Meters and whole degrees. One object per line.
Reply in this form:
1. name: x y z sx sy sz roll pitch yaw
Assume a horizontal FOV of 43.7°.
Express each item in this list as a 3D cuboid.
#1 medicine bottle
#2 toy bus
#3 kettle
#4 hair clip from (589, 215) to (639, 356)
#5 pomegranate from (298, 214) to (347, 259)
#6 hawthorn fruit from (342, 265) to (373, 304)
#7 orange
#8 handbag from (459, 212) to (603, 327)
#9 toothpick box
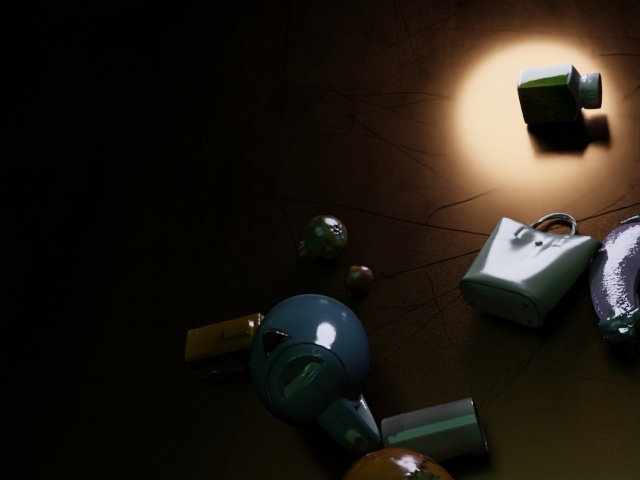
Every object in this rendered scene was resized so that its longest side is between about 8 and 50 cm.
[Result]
1. medicine bottle: 0.592 -0.362 1.966 0.189 0.132 0.088 0 50 27
2. toy bus: -0.201 0.240 1.826 0.201 0.114 0.098 -15 46 14
3. kettle: 0.005 0.270 1.520 0.247 0.319 0.342 -44 3 2
4. hair clip: 0.604 0.078 1.598 0.096 0.110 0.358 24 50 -5
5. pomegranate: 0.000 0.000 1.963 0.142 0.114 0.114 -32 33 43
6. hawthorn fruit: 0.081 0.107 1.848 0.067 0.067 0.103 10 67 34
7. orange: 0.129 0.474 1.350 0.240 0.240 0.240 -14 45 15
8. handbag: 0.451 0.029 1.698 0.241 0.109 0.315 17 56 38
9. toothpick box: 0.212 0.368 1.497 0.181 0.111 0.111 -17 44 11
